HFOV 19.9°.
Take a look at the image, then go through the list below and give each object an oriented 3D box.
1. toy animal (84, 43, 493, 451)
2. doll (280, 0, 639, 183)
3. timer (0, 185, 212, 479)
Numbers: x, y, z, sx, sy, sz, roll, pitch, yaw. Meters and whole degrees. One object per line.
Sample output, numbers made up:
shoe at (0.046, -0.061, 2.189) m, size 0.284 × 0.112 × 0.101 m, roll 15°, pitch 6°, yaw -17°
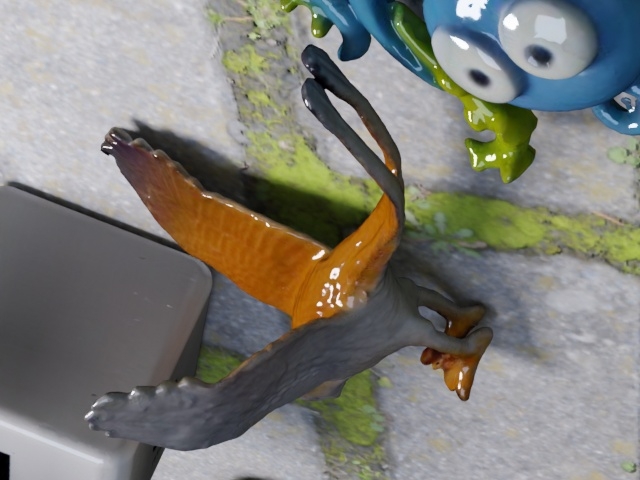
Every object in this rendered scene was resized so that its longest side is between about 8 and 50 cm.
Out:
toy animal at (0.016, 0.009, 1.240) m, size 0.302 × 0.225 × 0.284 m, roll 25°, pitch 137°, yaw -33°
doll at (0.081, -0.170, 0.956) m, size 0.341 × 0.099 × 0.346 m, roll 40°, pitch 143°, yaw -24°
timer at (-0.210, 0.106, 1.414) m, size 0.194 × 0.192 × 0.195 m, roll 21°, pitch 146°, yaw 4°
